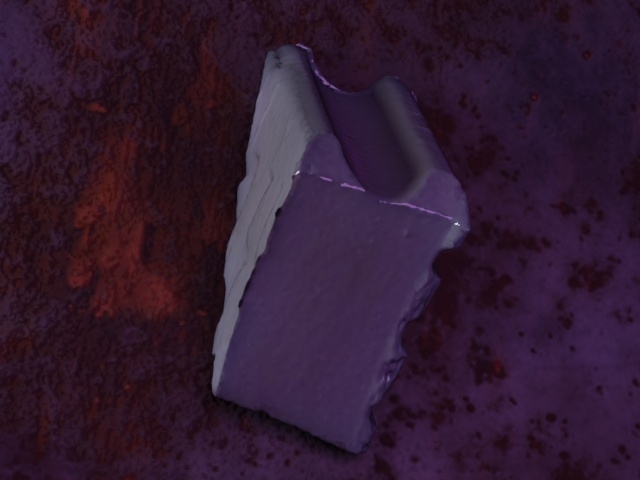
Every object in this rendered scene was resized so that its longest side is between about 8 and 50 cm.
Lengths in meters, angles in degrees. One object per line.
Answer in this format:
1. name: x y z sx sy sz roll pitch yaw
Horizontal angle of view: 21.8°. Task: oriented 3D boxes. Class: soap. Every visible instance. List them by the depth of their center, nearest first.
1. soap: 0.000 0.000 1.467 0.159 0.258 0.302 15 22 -11
